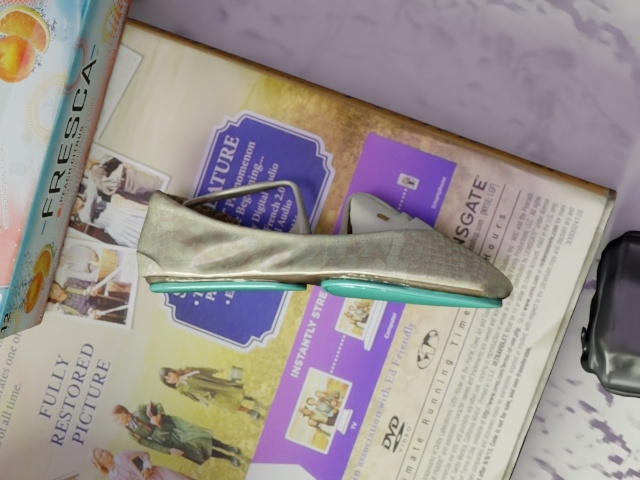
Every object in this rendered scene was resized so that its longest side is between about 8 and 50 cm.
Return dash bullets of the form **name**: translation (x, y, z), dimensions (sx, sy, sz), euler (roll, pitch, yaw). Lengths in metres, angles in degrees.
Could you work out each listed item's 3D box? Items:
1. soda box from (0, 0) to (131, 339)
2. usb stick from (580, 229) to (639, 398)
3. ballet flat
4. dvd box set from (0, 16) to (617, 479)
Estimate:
- **soda box**: translation (-0.136, -0.051, 0.704), dimensions (0.058, 0.063, 0.183), euler (17, 97, 8)
- **usb stick**: translation (0.258, 0.051, 0.710), dimensions (0.278, 0.045, 0.077), euler (8, 91, 10)
- **ballet flat**: translation (0.000, 0.000, 0.689), dimensions (0.168, 0.057, 0.052), euler (3, 85, 10)
- **dvd box set**: translation (-0.107, 0.047, 0.771), dimensions (0.420, 0.062, 0.307), euler (20, 97, 9)
